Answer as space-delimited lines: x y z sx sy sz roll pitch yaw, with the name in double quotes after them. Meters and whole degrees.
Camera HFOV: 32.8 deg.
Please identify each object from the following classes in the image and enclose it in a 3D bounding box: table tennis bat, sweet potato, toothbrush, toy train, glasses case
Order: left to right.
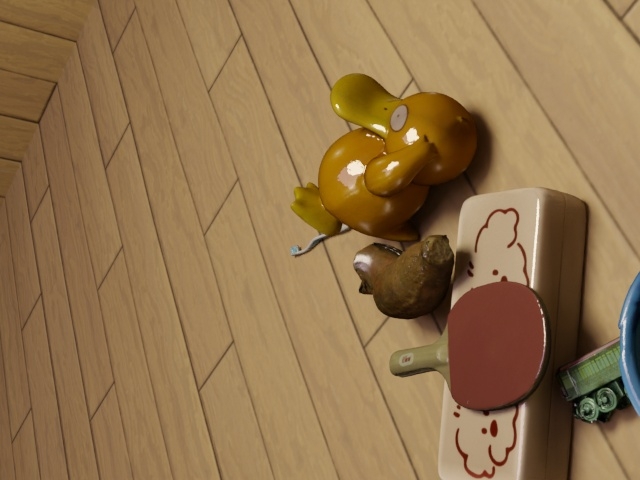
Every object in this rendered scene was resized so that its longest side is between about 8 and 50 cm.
0.000 0.000 1.647 0.162 0.014 0.017 -22 81 52 "toothbrush"
0.101 0.044 1.344 0.112 0.085 0.286 63 171 3 "sweet potato"
0.163 0.122 1.206 0.246 0.022 0.138 -19 64 52 "table tennis bat"
0.213 0.113 1.216 0.144 0.076 0.336 -9 73 57 "glasses case"
0.304 0.134 1.099 0.148 0.038 0.071 -39 57 44 "toy train"

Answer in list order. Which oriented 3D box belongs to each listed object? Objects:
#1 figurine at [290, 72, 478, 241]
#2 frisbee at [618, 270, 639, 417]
0.089 -0.103 1.412 0.215 0.215 0.228 -114 32 -43 "figurine"
0.371 0.092 0.902 0.242 0.045 0.242 -5 68 11 "frisbee"
